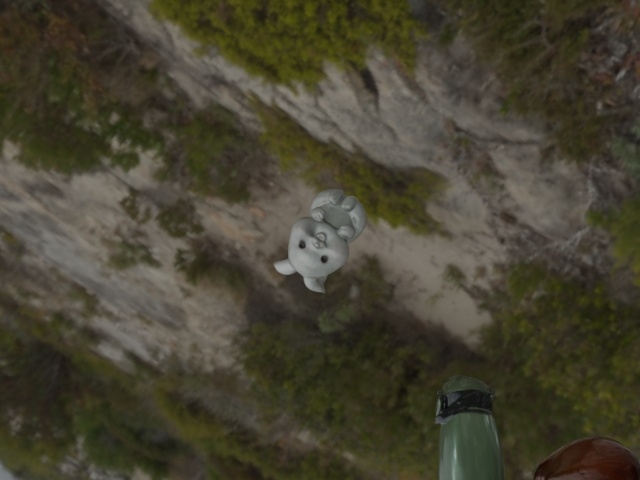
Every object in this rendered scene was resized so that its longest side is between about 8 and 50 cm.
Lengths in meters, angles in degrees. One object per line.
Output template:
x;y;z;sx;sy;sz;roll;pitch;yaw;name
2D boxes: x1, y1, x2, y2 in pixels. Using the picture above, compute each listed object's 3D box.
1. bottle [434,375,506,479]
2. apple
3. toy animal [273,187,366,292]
0.376;0.513;2.182;0.168;0.347;0.168;1;148;1;bottle
0.564;0.515;1.782;0.234;0.234;0.234;29;162;10;apple
0.003;0.000;1.761;0.127;0.193;0.178;30;155;1;toy animal
